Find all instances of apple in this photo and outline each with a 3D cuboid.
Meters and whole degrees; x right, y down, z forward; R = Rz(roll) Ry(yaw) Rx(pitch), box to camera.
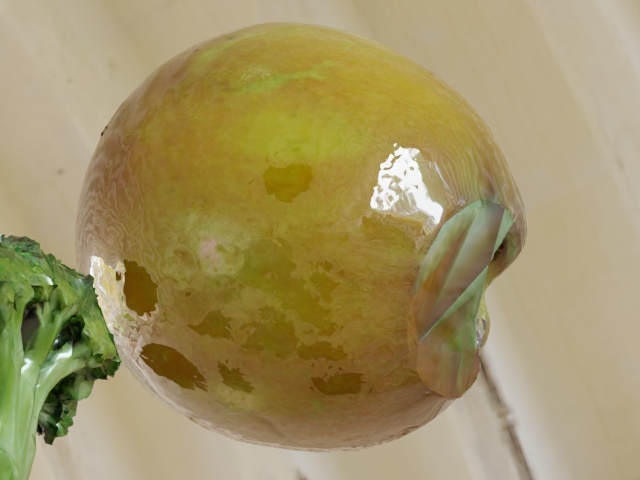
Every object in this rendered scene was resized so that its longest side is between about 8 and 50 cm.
[{"bbox_3d":[0.000,0.000,1.187,0.374,0.374,0.384,-26,-16,28],"label":"apple"}]

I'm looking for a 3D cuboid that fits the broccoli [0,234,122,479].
[{"bbox_3d":[-0.217,0.110,0.611,0.269,0.269,0.254,-28,-19,34],"label":"broccoli"}]
